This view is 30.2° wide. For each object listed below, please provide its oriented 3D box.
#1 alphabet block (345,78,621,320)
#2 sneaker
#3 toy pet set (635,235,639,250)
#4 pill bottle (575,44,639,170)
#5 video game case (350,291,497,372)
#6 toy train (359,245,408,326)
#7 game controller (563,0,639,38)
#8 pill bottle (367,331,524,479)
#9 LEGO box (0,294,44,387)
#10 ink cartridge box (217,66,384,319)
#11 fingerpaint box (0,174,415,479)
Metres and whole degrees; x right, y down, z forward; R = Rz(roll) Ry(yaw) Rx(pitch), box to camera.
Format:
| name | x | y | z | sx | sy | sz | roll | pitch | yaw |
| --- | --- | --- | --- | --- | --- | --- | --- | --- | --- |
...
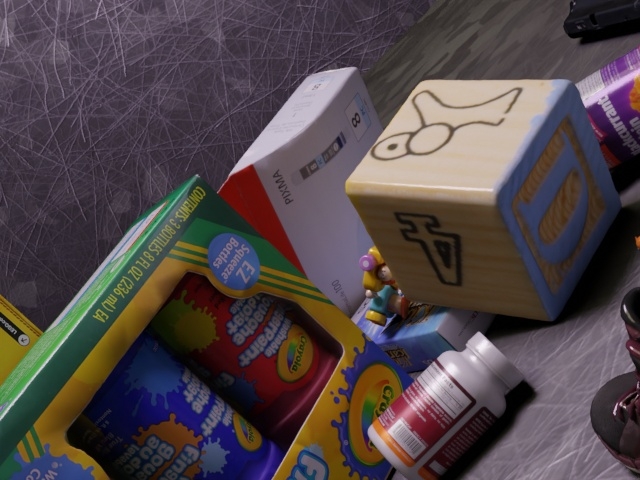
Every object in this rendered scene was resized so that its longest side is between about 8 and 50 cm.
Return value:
| name | x | y | z | sx | sy | sz | roll | pitch | yaw |
| --- | --- | --- | --- | --- | --- | --- | --- | --- | --- |
| alphabet block | 0.180 | -0.048 | 1.287 | 0.197 | 0.193 | 0.192 | 7 | 48 | 42 |
| sneaker | 0.250 | 0.090 | 0.843 | 0.106 | 0.162 | 0.281 | -50 | 14 | -15 |
| toy pet set | 0.340 | -0.025 | 1.130 | 0.122 | 0.065 | 0.114 | -39 | 15 | 31 |
| pill bottle | 0.331 | -0.140 | 1.361 | 0.193 | 0.108 | 0.108 | -32 | 18 | 24 |
| video game case | 0.152 | 0.056 | 1.489 | 0.244 | 0.061 | 0.269 | -54 | 15 | -26 |
| toy train | 0.093 | 0.027 | 1.395 | 0.046 | 0.166 | 0.125 | 16 | 43 | 24 |
| game controller | 0.486 | -0.376 | 1.782 | 0.166 | 0.067 | 0.319 | -33 | 11 | -10 |
| pill bottle | 0.127 | 0.166 | 1.175 | 0.152 | 0.086 | 0.086 | -45 | 13 | 2 |
| LEGO box | -0.347 | 0.328 | 1.254 | 0.193 | 0.500 | 0.372 | -28 | 21 | 51 |
| ink cartridge box | 0.000 | 0.000 | 1.550 | 0.091 | 0.308 | 0.385 | -5 | 34 | 31 |
| fingerpaint box | -0.138 | 0.219 | 1.214 | 0.163 | 0.371 | 0.445 | -30 | 20 | 50 |
